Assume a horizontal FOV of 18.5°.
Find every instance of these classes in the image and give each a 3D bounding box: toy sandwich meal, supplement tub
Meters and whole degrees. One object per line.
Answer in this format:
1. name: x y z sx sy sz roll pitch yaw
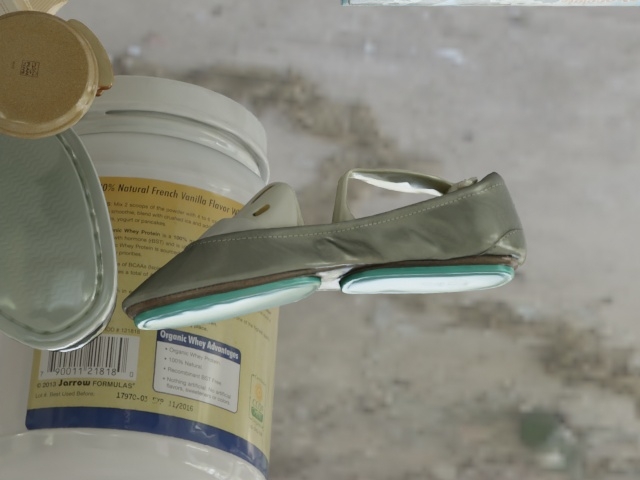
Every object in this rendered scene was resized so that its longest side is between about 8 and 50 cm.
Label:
1. toy sandwich meal: -0.161 -0.092 1.100 0.086 0.085 0.029 8 161 -5
2. supplement tub: -0.144 0.058 1.473 0.228 0.316 0.228 3 156 1

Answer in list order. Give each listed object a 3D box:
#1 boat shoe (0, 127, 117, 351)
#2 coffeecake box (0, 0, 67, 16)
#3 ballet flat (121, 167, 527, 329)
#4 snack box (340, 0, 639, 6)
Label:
1. boat shoe: -0.200 -0.044 1.203 0.114 0.302 0.091 -29 152 -3
2. coffeecake box: -0.297 -0.215 1.467 0.186 0.068 0.142 -6 125 35
3. ballet flat: 0.000 0.000 0.986 0.213 0.068 0.072 -7 167 -18
4. snack box: 0.175 -0.293 1.661 0.322 0.187 0.060 -1 164 -5
